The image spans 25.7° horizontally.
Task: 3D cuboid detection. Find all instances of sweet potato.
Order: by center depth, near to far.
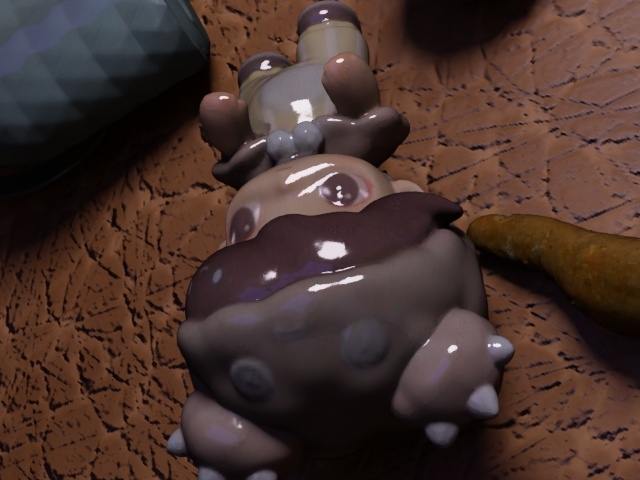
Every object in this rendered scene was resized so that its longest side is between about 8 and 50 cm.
[{"bbox_3d":[0.250,0.020,0.935,0.346,0.079,0.108,-3,46,31],"label":"sweet potato"}]

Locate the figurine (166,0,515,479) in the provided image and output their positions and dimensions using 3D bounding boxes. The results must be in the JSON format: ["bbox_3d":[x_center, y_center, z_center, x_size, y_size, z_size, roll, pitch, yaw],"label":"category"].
[{"bbox_3d":[0.000,-0.001,1.024,0.248,0.203,0.380,-17,54,12],"label":"figurine"}]

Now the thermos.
[{"bbox_3d":[-0.239,-0.136,1.206,0.286,0.182,0.145,-32,51,6],"label":"thermos"}]
